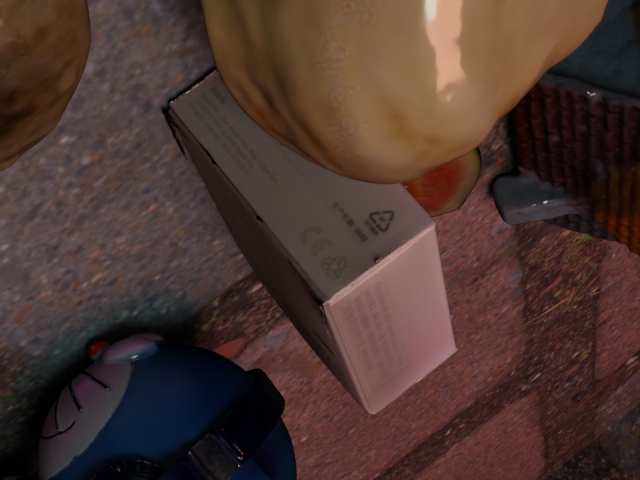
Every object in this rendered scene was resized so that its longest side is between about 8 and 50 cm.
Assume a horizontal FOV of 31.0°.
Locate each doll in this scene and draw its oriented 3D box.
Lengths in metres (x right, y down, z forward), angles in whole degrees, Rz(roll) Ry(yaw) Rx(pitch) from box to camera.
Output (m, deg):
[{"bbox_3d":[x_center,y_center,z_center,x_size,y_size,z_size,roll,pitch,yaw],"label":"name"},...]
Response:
[{"bbox_3d":[-0.164,0.218,0.998,0.310,0.240,0.284,-40,-177,-4],"label":"doll"}]

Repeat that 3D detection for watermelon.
[{"bbox_3d":[0.082,-0.077,1.057,0.119,0.063,0.245,-27,154,3],"label":"watermelon"}]

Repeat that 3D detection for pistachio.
[{"bbox_3d":[0.051,-0.181,0.676,0.238,0.229,0.321,8,126,-13],"label":"pistachio"}]

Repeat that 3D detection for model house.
[{"bbox_3d":[0.335,-0.102,1.148,0.339,0.297,0.360,-10,155,9],"label":"model house"}]

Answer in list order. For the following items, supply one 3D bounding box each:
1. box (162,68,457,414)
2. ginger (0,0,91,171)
[{"bbox_3d":[0.000,0.000,0.894,0.106,0.203,0.251,-37,153,-9],"label":"box"},{"bbox_3d":[-0.250,-0.102,0.501,0.304,0.155,0.244,-19,154,-22],"label":"ginger"}]
